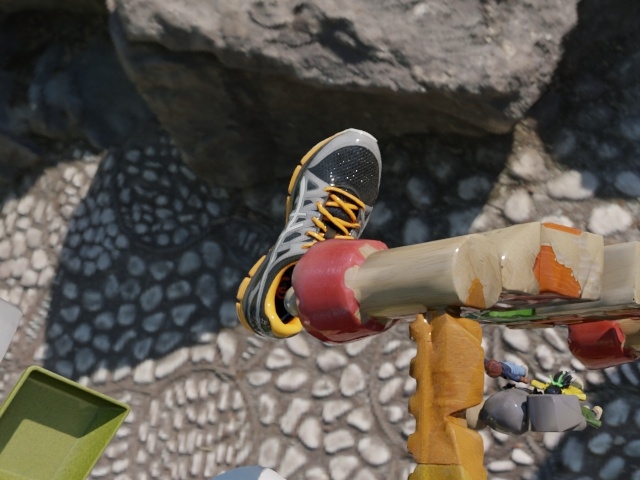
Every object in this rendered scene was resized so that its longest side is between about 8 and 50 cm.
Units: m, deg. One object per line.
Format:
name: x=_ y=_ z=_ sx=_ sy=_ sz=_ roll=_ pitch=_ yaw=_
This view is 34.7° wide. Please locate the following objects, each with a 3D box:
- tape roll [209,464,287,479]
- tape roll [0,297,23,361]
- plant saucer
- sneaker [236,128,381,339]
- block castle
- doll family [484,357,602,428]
tape roll: x=-0.099 y=0.395 z=1.128 sx=0.100 sy=0.286 sz=0.286 roll=27 pitch=91 yaw=33
tape roll: x=-0.282 y=0.128 z=0.684 sx=0.219 sy=0.072 sz=0.219 roll=-55 pitch=15 yaw=23
plant saucer: x=-0.388 y=0.272 z=1.418 sx=0.045 sy=0.188 sz=0.188 roll=30 pitch=86 yaw=46
sneaker: x=0.000 y=0.000 z=0.936 sx=0.215 sy=0.084 sz=0.083 roll=-64 pitch=19 yaw=2
block castle: x=0.171 y=0.158 z=0.883 sx=0.213 sy=0.453 sz=0.303 roll=-11 pitch=74 yaw=47
doll family: x=0.309 y=0.211 z=1.452 sx=0.193 sy=0.111 sz=0.076 roll=9 pitch=93 yaw=31
